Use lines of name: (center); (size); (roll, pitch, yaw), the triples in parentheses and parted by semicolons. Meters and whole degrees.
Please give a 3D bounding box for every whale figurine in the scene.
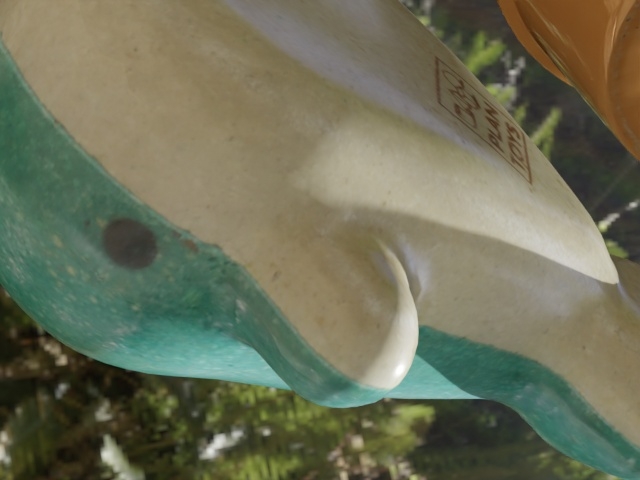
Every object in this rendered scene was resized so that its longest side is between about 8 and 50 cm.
whale figurine: (0.000, 0.000, 0.486); (0.141, 0.272, 0.216); (-49, -162, 24)

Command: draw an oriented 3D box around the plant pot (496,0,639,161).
plant pot: (0.239, -0.161, 0.825); (0.203, 0.291, 0.291); (-93, -156, -48)
